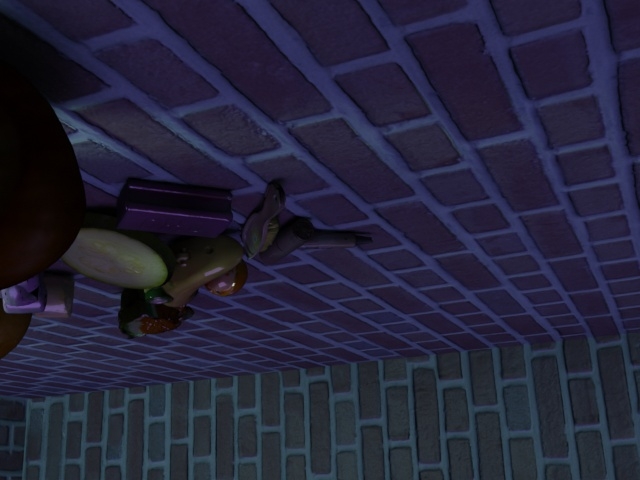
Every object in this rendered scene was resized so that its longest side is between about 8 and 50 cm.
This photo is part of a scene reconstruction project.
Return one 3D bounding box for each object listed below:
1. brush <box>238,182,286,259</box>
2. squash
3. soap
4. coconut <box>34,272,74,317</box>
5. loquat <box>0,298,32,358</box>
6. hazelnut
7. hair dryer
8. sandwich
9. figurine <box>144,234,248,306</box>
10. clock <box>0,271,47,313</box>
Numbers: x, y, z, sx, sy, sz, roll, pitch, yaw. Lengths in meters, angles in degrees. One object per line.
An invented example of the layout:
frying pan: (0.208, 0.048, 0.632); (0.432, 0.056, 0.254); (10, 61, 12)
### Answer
brush: (-0.102, -0.044, 1.599); (0.067, 0.072, 0.313); (-20, 166, -23)
squash: (-0.426, 0.024, 1.657); (0.252, 0.048, 0.252); (9, 148, 6)
soap: (-0.278, -0.058, 1.507); (0.203, 0.065, 0.122); (6, 160, -23)
coconut: (-0.682, 0.137, 1.988); (0.122, 0.116, 0.116); (5, 161, -16)
loquat: (-0.785, 0.158, 1.800); (0.263, 0.262, 0.263); (-2, 162, -1)
hazelnut: (-0.472, -0.087, 0.990); (0.366, 0.365, 0.366); (-2, 162, -1)
hair dryer: (-0.003, 0.003, 1.780); (0.221, 0.053, 0.195); (0, 164, -29)
sandwich: (-0.463, 0.189, 2.193); (0.212, 0.109, 0.292); (-8, 165, -4)
figurine: (-0.271, 0.074, 1.828); (0.222, 0.124, 0.325); (13, 153, -39)
clock: (-0.532, 0.004, 1.398); (0.090, 0.227, 0.248); (-1, 164, -15)
